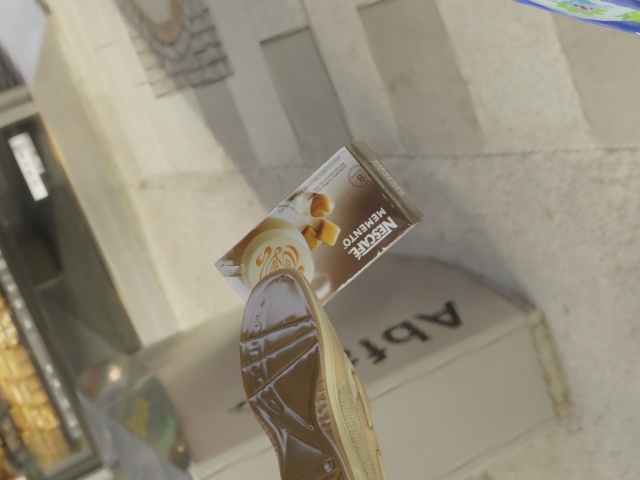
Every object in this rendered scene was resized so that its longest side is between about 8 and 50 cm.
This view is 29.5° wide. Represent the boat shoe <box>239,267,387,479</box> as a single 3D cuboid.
[{"bbox_3d":[-0.003,0.197,1.414,0.122,0.110,0.341,-26,66,28],"label":"boat shoe"}]

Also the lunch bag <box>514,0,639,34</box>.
[{"bbox_3d":[0.155,-0.170,0.597,0.096,0.151,0.128,18,99,39],"label":"lunch bag"}]

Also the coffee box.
[{"bbox_3d":[0.000,0.000,1.622,0.141,0.246,0.098,51,-162,4],"label":"coffee box"}]
